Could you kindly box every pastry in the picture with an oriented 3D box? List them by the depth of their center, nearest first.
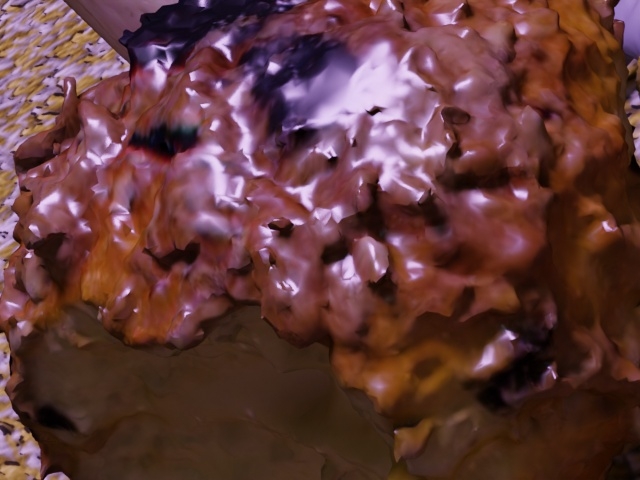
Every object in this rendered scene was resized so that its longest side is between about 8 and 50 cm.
[{"bbox_3d":[0.013,-0.012,1.062,0.405,0.292,0.337,-8,43,45],"label":"pastry"}]

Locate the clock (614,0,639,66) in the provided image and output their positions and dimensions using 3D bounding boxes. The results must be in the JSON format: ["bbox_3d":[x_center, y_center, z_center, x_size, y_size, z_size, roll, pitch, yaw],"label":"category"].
[{"bbox_3d":[0.244,-0.153,1.172,0.176,0.080,0.117,-47,38,-6],"label":"clock"}]

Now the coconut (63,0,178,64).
[{"bbox_3d":[-0.039,-0.187,1.325,0.239,0.244,0.239,-46,8,9],"label":"coconut"}]

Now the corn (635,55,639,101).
[{"bbox_3d":[0.270,-0.076,1.056,0.203,0.072,0.072,6,56,25],"label":"corn"}]
